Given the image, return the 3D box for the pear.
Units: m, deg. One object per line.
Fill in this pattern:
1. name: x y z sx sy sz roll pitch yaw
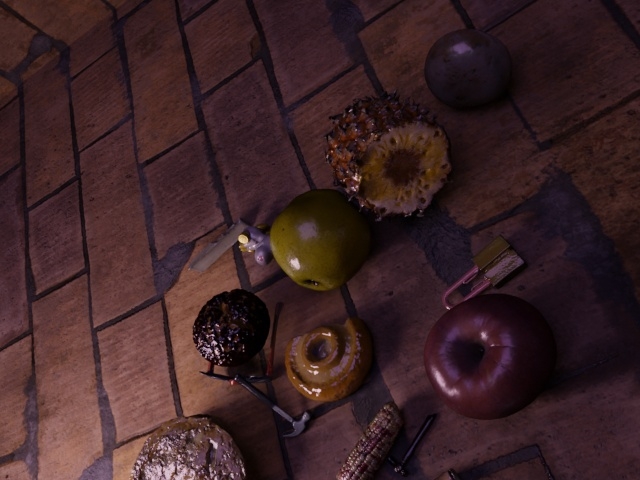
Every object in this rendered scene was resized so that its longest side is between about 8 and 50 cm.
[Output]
1. pear: 0.000 0.000 1.791 0.294 0.294 0.294 -12 65 27

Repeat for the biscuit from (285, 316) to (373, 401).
1. biscuit: 0.025 0.339 1.750 0.274 0.091 0.213 -26 58 18

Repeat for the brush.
1. brush: 0.417 0.099 1.638 0.233 0.047 0.103 -42 56 12

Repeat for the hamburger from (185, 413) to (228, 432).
1. hamburger: -0.368 0.658 1.832 0.265 0.134 0.285 -16 72 12

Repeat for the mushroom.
1. mushroom: 0.423 -0.507 1.786 0.243 0.243 0.243 -12 65 27

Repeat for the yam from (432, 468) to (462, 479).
1. yam: 0.231 0.646 1.530 0.264 0.046 0.046 -40 56 11

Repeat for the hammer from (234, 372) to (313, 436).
1. hammer: -0.148 0.464 1.774 0.246 0.029 0.103 34 99 7

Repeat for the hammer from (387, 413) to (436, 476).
1. hammer: 0.238 0.512 1.594 0.065 0.021 0.178 32 88 37

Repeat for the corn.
1. corn: 0.135 0.534 1.611 0.086 0.086 0.253 31 86 36

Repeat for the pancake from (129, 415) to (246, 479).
1. pancake: -0.361 0.656 1.725 0.356 0.065 0.356 -4 77 17

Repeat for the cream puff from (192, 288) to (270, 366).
1. cream puff: -0.265 0.247 1.827 0.239 0.165 0.239 -18 43 18

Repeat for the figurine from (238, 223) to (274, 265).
1. figurine: -0.176 0.010 2.008 0.178 0.109 0.129 31 66 33

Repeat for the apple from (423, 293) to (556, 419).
1. apple: 0.397 0.270 1.466 0.305 0.235 0.306 -14 64 29

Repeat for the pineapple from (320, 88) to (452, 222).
1. pineapple: 0.174 -0.247 1.732 0.352 0.352 0.300 -47 39 6

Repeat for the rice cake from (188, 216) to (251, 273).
1. rice cake: -0.344 0.018 2.119 0.256 0.057 0.052 -42 57 10

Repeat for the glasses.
1. glasses: -0.238 0.306 1.905 0.234 0.118 0.268 -5 69 31
